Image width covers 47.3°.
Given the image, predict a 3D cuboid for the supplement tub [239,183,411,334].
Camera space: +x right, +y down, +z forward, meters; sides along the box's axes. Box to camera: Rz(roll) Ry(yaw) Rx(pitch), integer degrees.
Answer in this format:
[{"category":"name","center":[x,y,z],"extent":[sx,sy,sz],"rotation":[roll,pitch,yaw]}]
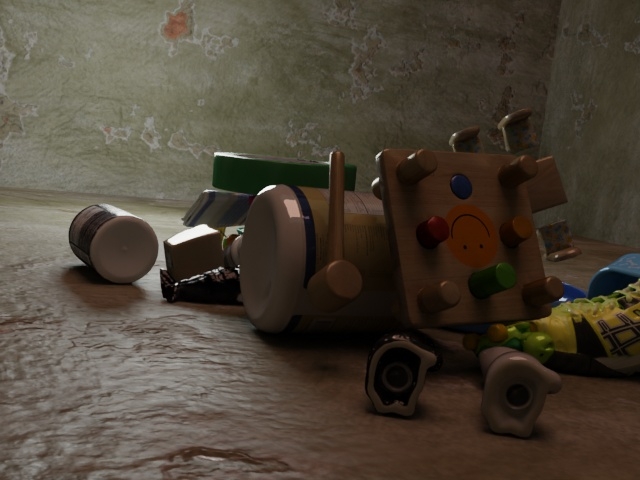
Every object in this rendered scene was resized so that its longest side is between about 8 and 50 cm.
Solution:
[{"category":"supplement tub","center":[0.049,0.035,1.161],"extent":[0.316,0.229,0.228],"rotation":[4,7,-23]}]

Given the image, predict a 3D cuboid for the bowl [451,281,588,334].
[{"category":"bowl","center":[0.315,0.110,1.428],"extent":[0.390,0.077,0.391],"rotation":[6,6,-1]}]

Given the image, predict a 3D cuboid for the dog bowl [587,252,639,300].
[{"category":"dog bowl","center":[0.602,0.121,1.297],"extent":[0.074,0.166,0.297],"rotation":[-10,14,-27]}]

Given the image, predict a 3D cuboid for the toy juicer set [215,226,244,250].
[{"category":"toy juicer set","center":[-0.137,-0.010,1.932],"extent":[0.328,0.090,0.209],"rotation":[2,8,-35]}]

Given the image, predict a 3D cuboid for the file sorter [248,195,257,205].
[{"category":"file sorter","center":[0.000,0.000,1.595],"extent":[0.290,0.183,0.202],"rotation":[6,8,6]}]

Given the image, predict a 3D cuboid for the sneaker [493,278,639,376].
[{"category":"sneaker","center":[0.460,0.128,1.130],"extent":[0.384,0.147,0.145],"rotation":[4,9,1]}]

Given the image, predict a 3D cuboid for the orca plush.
[{"category":"orca plush","center":[-0.147,0.055,1.334],"extent":[0.287,0.102,0.151],"rotation":[4,7,-16]}]

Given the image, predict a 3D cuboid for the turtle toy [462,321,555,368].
[{"category":"turtle toy","center":[0.269,0.151,1.027],"extent":[0.095,0.066,0.130],"rotation":[1,-21,-37]}]

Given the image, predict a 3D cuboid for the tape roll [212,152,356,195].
[{"category":"tape roll","center":[-0.080,-0.145,1.639],"extent":[0.320,0.077,0.321],"rotation":[5,8,-1]}]

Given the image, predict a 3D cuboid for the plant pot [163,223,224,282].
[{"category":"plant pot","center":[-0.252,0.034,1.443],"extent":[0.096,0.109,0.109],"rotation":[-11,14,-23]}]

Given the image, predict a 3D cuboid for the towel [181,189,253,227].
[{"category":"towel","center":[-0.179,-0.079,1.786],"extent":[0.284,0.034,0.209],"rotation":[-2,-17,-26]}]

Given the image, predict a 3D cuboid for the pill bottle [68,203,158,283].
[{"category":"pill bottle","center":[-0.417,-0.002,1.437],"extent":[0.130,0.131,0.245],"rotation":[2,8,-31]}]

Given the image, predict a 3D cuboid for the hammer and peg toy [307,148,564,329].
[{"category":"hammer and peg toy","center":[0.160,-0.012,1.020],"extent":[0.361,0.266,0.127],"rotation":[0,-16,-27]}]

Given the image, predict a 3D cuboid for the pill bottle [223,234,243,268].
[{"category":"pill bottle","center":[-0.148,0.031,1.442],"extent":[0.078,0.078,0.137],"rotation":[3,-17,-24]}]

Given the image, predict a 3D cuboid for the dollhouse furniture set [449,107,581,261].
[{"category":"dollhouse furniture set","center":[0.379,-0.084,1.721],"extent":[0.393,0.362,0.256],"rotation":[-18,-1,6]}]

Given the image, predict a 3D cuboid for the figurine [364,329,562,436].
[{"category":"figurine","center":[0.171,0.157,0.902],"extent":[0.214,0.093,0.209],"rotation":[8,3,9]}]
